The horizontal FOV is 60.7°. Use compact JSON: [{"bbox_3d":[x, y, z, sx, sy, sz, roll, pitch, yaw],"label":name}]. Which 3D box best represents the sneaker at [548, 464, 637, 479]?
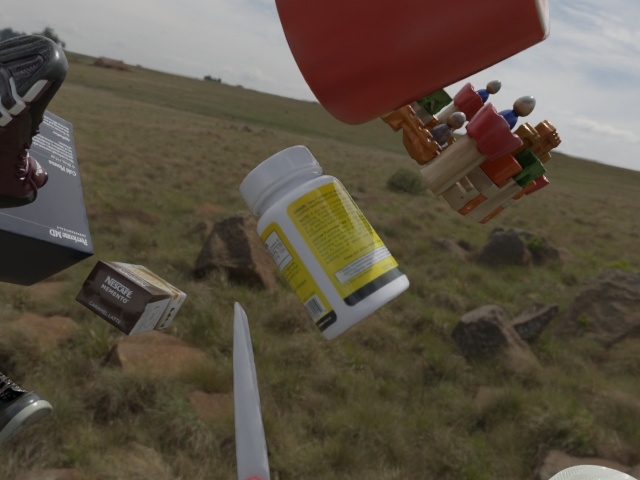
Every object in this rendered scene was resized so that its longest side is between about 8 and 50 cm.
[{"bbox_3d":[0.476,0.548,1.043,0.349,0.148,0.131,-7,9,-21],"label":"sneaker"}]

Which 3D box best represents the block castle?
[{"bbox_3d":[0.289,-0.221,1.047,0.303,0.212,0.453,59,22,19],"label":"block castle"}]

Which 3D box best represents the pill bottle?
[{"bbox_3d":[0.000,0.000,0.644,0.209,0.119,0.119,56,25,9],"label":"pill bottle"}]

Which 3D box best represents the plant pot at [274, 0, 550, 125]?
[{"bbox_3d":[0.115,-0.290,0.618,0.243,0.275,0.275,-9,1,28],"label":"plant pot"}]

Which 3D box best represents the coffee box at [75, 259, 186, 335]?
[{"bbox_3d":[-0.411,0.126,1.219,0.141,0.098,0.246,31,-4,4],"label":"coffee box"}]

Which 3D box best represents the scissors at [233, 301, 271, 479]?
[{"bbox_3d":[-0.049,0.186,0.359,0.297,0.108,0.021,64,0,26],"label":"scissors"}]

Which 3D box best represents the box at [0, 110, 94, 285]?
[{"bbox_3d":[-0.617,-0.113,0.979,0.178,0.313,0.343,-24,-21,15],"label":"box"}]

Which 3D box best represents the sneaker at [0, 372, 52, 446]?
[{"bbox_3d":[-0.456,0.224,0.764,0.222,0.118,0.083,-31,2,46],"label":"sneaker"}]

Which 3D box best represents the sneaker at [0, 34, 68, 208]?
[{"bbox_3d":[-0.400,-0.136,0.717,0.107,0.281,0.162,62,13,24],"label":"sneaker"}]
